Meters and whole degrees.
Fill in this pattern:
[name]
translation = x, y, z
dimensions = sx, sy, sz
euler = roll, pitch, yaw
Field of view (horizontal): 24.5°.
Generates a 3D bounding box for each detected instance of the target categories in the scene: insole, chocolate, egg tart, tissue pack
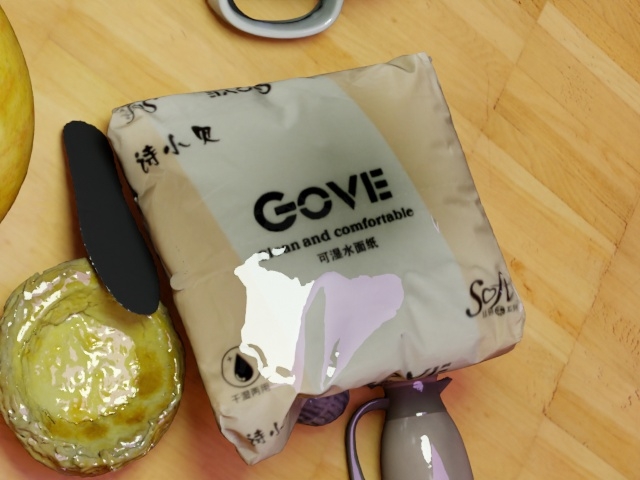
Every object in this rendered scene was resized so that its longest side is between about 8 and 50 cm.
[insole]
translation = -0.213, -0.026, 1.468
dimensions = 0.080, 0.003, 0.232
euler = 5, 55, -43
[chocolate]
translation = -0.041, 0.155, 1.568
dimensions = 0.167, 0.072, 0.072
euler = 18, 74, -26
[egg tart]
translation = -0.231, 0.126, 1.444
dimensions = 0.212, 0.090, 0.212
euler = 6, 78, -32
[tissue pack]
translation = 0.000, 0.000, 1.525
dimensions = 0.375, 0.195, 0.390
euler = -16, 74, -26

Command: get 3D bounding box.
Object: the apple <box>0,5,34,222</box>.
[apple]
translation = -0.393, -0.130, 1.275
dimensions = 0.299, 0.299, 0.275
euler = 21, 30, -28

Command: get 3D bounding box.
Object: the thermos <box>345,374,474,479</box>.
[thermos]
translation = 0.098, 0.243, 1.632
dimensions = 0.137, 0.105, 0.193
euler = -10, 84, -1

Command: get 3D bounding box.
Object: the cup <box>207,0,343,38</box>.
[cup]
translation = -0.025, -0.360, 1.584
dimensions = 0.258, 0.219, 0.289
euler = 6, 110, -31
